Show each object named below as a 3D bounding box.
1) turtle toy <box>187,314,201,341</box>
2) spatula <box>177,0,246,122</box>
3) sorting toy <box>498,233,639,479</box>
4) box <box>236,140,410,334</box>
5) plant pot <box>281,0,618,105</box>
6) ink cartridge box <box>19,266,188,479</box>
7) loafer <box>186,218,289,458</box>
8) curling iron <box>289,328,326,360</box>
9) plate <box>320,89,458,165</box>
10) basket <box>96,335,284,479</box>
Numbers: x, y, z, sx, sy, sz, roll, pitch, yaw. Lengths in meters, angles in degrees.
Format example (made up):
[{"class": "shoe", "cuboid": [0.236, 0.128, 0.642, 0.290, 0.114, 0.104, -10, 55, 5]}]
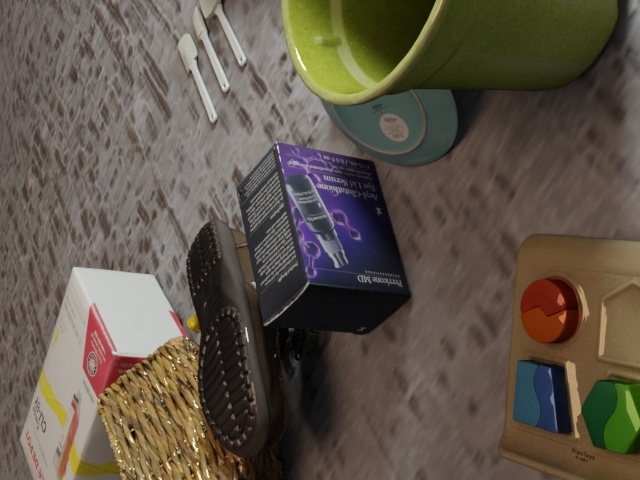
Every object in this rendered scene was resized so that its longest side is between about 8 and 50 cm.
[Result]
[{"class": "turtle toy", "cuboid": [-0.144, 0.125, 1.462, 0.066, 0.095, 0.130, -54, 38, 4]}, {"class": "spatula", "cuboid": [-0.191, -0.330, 1.679, 0.168, 0.019, 0.242, -56, 41, 33]}, {"class": "sorting toy", "cuboid": [0.273, 0.114, 0.867, 0.307, 0.041, 0.229, 7, 90, 57]}, {"class": "box", "cuboid": [0.000, 0.000, 1.203, 0.108, 0.153, 0.207, -45, 50, 42]}, {"class": "plant pot", "cuboid": [0.140, -0.251, 0.943, 0.276, 0.253, 0.276, -9, 79, 57]}, {"class": "ink cartridge box", "cuboid": [-0.378, 0.283, 1.709, 0.279, 0.160, 0.385, 48, 123, 49]}, {"class": "loafer", "cuboid": [-0.088, 0.122, 1.329, 0.134, 0.130, 0.366, -48, 40, 37]}, {"class": "curling iron", "cuboid": [-0.020, 0.026, 1.332, 0.068, 0.035, 0.274, -18, 70, 57]}, {"class": "plate", "cuboid": [0.069, -0.156, 1.127, 0.188, 0.188, 0.024, -26, 20, 52]}, {"class": "basket", "cuboid": [-0.154, 0.311, 1.428, 0.213, 0.223, 0.299, -38, 44, 4]}]
